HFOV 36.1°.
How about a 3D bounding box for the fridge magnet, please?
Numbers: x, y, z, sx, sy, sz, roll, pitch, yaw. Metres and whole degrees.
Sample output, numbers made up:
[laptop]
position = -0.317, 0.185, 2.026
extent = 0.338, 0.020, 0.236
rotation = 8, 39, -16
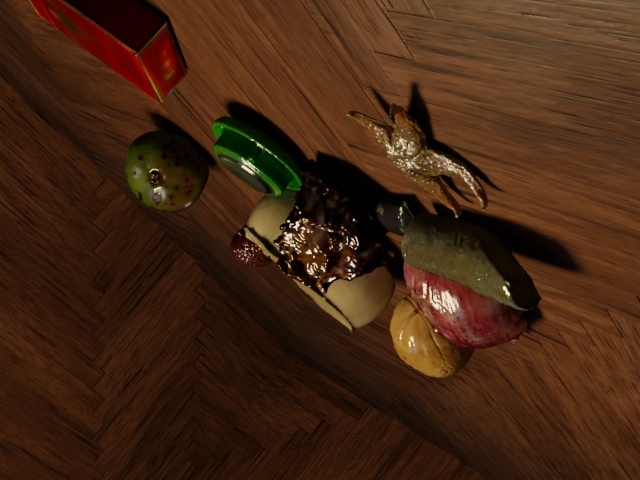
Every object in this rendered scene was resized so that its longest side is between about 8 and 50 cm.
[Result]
[fridge magnet]
position = -0.121, -0.155, 1.848
extent = 0.208, 0.088, 0.208
rotation = 33, 169, 7

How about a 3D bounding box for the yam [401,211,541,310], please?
[yam]
position = 0.226, 0.025, 1.467
extent = 0.106, 0.106, 0.259
rotation = 47, 165, -33

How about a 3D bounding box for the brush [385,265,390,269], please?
[brush]
position = 0.082, -0.010, 1.933
extent = 0.190, 0.028, 0.034
rotation = 47, 162, -31

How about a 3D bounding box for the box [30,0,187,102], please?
[box]
position = -0.398, -0.400, 1.769
extent = 0.313, 0.089, 0.197
rotation = 36, 169, 12

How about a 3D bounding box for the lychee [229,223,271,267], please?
[lychee]
position = -0.168, 0.012, 2.544
extent = 0.129, 0.123, 0.123
rotation = 21, 178, -29

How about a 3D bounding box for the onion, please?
[onion]
position = 0.255, 0.123, 1.702
extent = 0.283, 0.120, 0.227
rotation = 46, 171, -32

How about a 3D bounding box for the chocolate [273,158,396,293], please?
[chocolate]
position = 0.000, 0.000, 1.733
extent = 0.224, 0.177, 0.206
rotation = 46, 179, 6

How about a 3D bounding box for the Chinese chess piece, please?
[Chinese chess piece]
position = -0.002, 0.035, 1.995
extent = 0.338, 0.140, 0.338
rotation = 43, 175, 4

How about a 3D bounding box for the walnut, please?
[walnut]
position = 0.219, 0.180, 1.925
extent = 0.165, 0.165, 0.197
rotation = 30, 173, 34

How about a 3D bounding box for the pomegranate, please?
[pomegranate]
position = -0.361, -0.170, 2.336
extent = 0.202, 0.202, 0.248
rotation = 40, -162, -5

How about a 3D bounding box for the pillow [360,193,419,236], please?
[pillow]
position = 0.128, -0.038, 1.650
extent = 0.090, 0.048, 0.150
rotation = 36, 171, -26

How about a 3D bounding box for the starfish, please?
[starfish]
position = 0.146, -0.112, 1.344
extent = 0.247, 0.050, 0.138
rotation = 37, 169, -29
